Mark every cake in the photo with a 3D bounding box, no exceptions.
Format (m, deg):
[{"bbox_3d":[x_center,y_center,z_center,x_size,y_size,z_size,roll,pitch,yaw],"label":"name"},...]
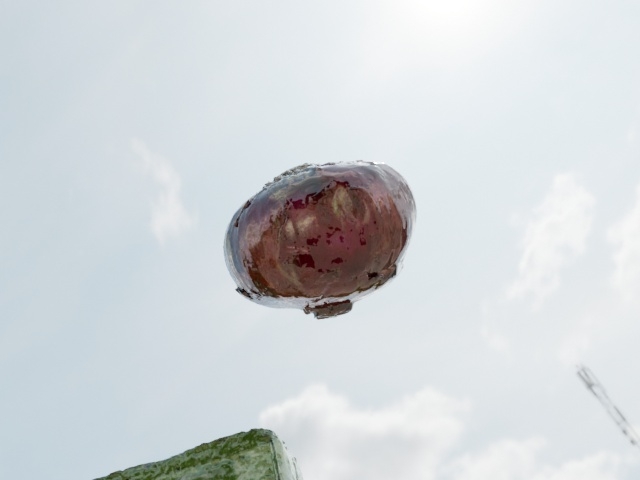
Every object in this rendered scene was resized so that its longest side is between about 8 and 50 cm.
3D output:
[{"bbox_3d":[-0.121,0.251,0.801,0.235,0.100,0.099,-20,-37,14],"label":"cake"}]

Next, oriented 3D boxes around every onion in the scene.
[{"bbox_3d":[0.000,0.000,1.102,0.246,0.190,0.246,-15,-7,-2],"label":"onion"}]
